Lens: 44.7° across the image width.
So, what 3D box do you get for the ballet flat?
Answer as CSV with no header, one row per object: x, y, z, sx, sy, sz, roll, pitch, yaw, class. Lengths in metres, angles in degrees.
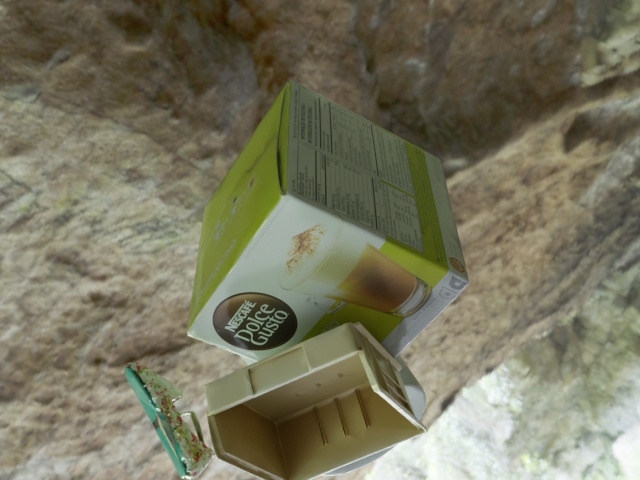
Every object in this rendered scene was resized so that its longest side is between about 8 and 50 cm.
-0.273,0.320,1.425,0.077,0.241,0.091,-26,-9,-31,ballet flat

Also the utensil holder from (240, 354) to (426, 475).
0.015,0.299,1.813,0.327,0.385,0.328,-20,-41,-19,utensil holder

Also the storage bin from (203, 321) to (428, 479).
-0.006,0.260,1.208,0.262,0.123,0.260,-25,-33,11,storage bin

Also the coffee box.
0.000,0.000,1.336,0.337,0.334,0.338,-52,24,33,coffee box
